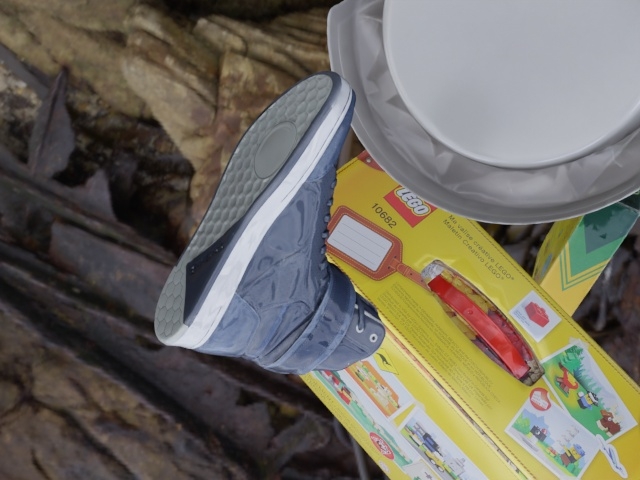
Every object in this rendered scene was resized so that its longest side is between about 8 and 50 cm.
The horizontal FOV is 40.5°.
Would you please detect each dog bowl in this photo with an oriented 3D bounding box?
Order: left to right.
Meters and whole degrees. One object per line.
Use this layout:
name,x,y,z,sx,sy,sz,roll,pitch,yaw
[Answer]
dog bowl,0.183,-0.192,0.762,0.348,0.102,0.349,4,100,24

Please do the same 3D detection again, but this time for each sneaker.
sneaker,-0.001,0.000,0.647,0.163,0.086,0.226,24,105,-31

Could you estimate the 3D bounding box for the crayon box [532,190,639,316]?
crayon box,0.457,-0.011,1.507,0.081,0.202,0.319,24,135,5

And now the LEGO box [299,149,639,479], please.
LEGO box,0.153,0.170,1.153,0.500,0.193,0.372,47,155,12
